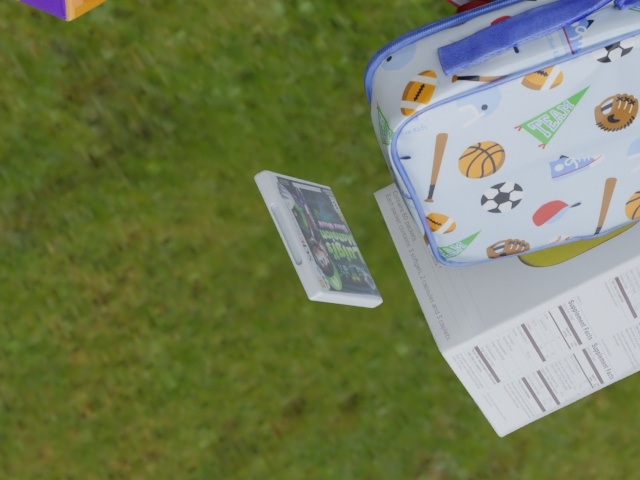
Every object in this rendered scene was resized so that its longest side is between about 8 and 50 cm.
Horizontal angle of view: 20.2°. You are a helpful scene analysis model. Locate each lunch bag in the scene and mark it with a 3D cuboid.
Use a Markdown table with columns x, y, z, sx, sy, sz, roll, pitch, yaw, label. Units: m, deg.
| x | y | z | sx | sy | sz | roll | pitch | yaw | label |
| --- | --- | --- | --- | --- | --- | --- | --- | --- | --- |
| 0.197 | -0.111 | 1.460 | 0.303 | 0.115 | 0.243 | -21 | 138 | 4 | lunch bag |

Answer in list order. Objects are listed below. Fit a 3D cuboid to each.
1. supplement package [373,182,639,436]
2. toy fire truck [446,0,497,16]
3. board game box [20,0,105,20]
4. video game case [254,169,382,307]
| x | y | z | sx | sy | sz | roll | pitch | yaw | label |
| --- | --- | --- | --- | --- | --- | --- | --- | --- | --- |
| 0.226 | 0.014 | 1.694 | 0.263 | 0.199 | 0.198 | -27 | 144 | 8 | supplement package |
| 0.306 | -0.308 | 2.232 | 0.302 | 0.169 | 0.254 | 31 | 136 | -6 | toy fire truck |
| -0.218 | -0.446 | 1.413 | 0.356 | 0.356 | 0.356 | -38 | 141 | -41 | board game box |
| 0.000 | 0.000 | 2.235 | 0.022 | 0.173 | 0.190 | -30 | 163 | 20 | video game case |
